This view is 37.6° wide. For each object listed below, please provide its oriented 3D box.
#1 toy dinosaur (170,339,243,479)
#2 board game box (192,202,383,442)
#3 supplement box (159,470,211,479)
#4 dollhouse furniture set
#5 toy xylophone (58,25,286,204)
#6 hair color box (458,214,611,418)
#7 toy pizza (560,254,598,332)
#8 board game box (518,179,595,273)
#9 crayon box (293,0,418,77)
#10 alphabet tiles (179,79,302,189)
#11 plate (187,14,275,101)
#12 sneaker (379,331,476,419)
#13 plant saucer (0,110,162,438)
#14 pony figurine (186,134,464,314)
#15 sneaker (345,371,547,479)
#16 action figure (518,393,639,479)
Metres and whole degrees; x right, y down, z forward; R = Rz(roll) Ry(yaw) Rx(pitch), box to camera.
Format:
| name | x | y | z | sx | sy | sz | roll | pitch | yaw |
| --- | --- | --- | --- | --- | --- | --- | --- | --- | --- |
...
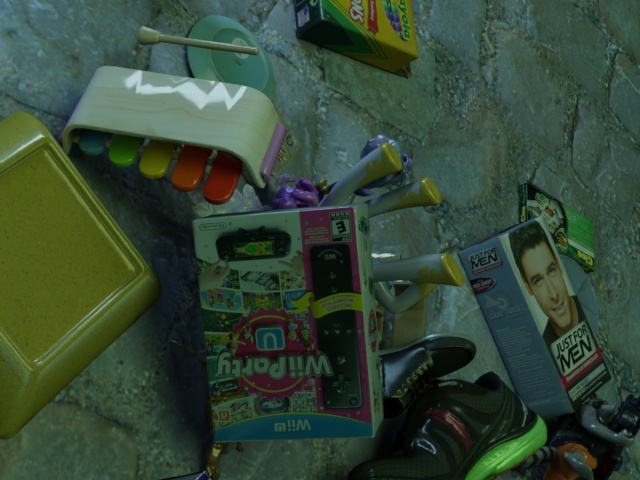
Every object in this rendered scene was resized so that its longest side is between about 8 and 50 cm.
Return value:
| name | x | y | z | sx | sy | sz | roll | pitch | yaw |
| --- | --- | --- | --- | --- | --- | --- | --- | --- | --- |
| toy dinosaur | -0.143 | 0.240 | 1.362 | 0.112 | 0.064 | 0.212 | 5 | 69 | -42 |
| board game box | -0.040 | 0.110 | 1.269 | 0.097 | 0.223 | 0.304 | -30 | 115 | -78 |
| supplement box | -0.154 | 0.429 | 1.237 | 0.220 | 0.111 | 0.114 | 56 | 44 | -11 |
| dollhouse furniture set | 0.098 | 0.111 | 1.595 | 0.151 | 0.144 | 0.123 | 67 | 26 | -59 |
| toy xylophone | -0.200 | -0.184 | 1.329 | 0.081 | 0.322 | 0.236 | 86 | 25 | -55 |
| hair color box | 0.443 | 0.156 | 1.935 | 0.185 | 0.113 | 0.375 | -22 | 89 | -47 |
| toy pizza | 0.556 | 0.130 | 2.115 | 0.201 | 0.032 | 0.201 | 20 | 59 | -37 |
| board game box | 0.548 | -0.029 | 2.178 | 0.259 | 0.030 | 0.136 | 26 | 54 | -35 |
| crayon box | 0.086 | -0.464 | 1.871 | 0.318 | 0.081 | 0.202 | 10 | 66 | -42 |
| alphabet tiles | -0.145 | -0.184 | 1.579 | 0.198 | 0.009 | 0.237 | 56 | 45 | -12 |
| plate | -0.145 | -0.301 | 1.606 | 0.188 | 0.024 | 0.188 | 18 | 61 | -37 |
| sneaker | 0.162 | 0.230 | 1.556 | 0.118 | 0.221 | 0.083 | -107 | -177 | -56 |
| plant saucer | -0.378 | 0.022 | 1.214 | 0.333 | 0.081 | 0.333 | 55 | 45 | -12 |
| pony figurine | 0.000 | 0.000 | 1.415 | 0.351 | 0.363 | 0.302 | 63 | 28 | 5 |
| sneaker | 0.190 | 0.347 | 1.595 | 0.482 | 0.185 | 0.202 | -10 | 62 | -49 |
| action figure | 0.513 | 0.380 | 1.833 | 0.178 | 0.341 | 0.330 | 32 | 30 | 20 |
